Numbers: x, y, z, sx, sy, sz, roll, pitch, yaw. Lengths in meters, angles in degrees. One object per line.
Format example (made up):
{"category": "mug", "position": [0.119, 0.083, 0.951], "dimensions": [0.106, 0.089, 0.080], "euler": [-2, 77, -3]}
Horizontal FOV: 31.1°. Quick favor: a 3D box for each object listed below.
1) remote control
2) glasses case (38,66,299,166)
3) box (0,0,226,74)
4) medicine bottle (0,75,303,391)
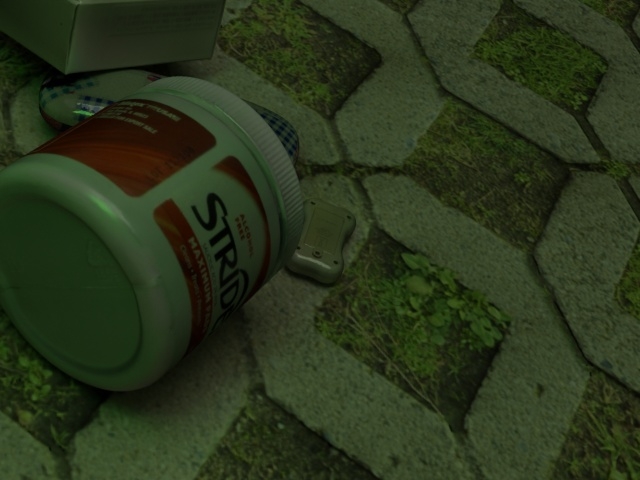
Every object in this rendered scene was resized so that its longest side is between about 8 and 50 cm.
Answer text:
{"category": "remote control", "position": [0.000, 0.000, 1.400], "dimensions": [0.074, 0.032, 0.122], "euler": [22, 43, -2]}
{"category": "glasses case", "position": [-0.186, -0.146, 1.432], "dimensions": [0.327, 0.076, 0.125], "euler": [15, 42, -8]}
{"category": "box", "position": [-0.280, -0.307, 1.475], "dimensions": [0.203, 0.106, 0.251], "euler": [35, 31, 30]}
{"category": "medicine bottle", "position": [-0.182, -0.010, 1.170], "dimensions": [0.252, 0.252, 0.241], "euler": [35, 44, 12]}
